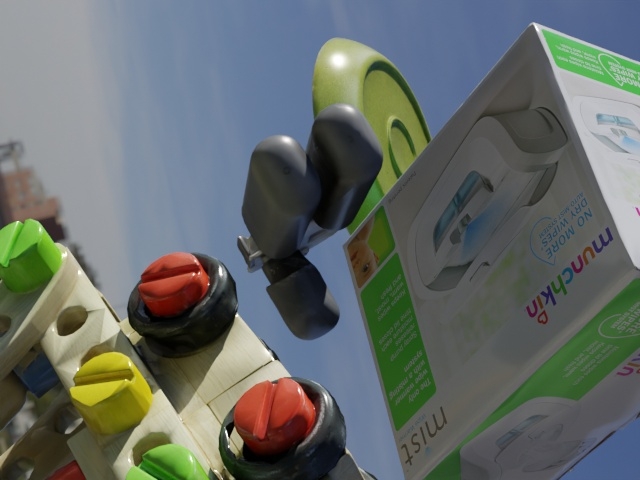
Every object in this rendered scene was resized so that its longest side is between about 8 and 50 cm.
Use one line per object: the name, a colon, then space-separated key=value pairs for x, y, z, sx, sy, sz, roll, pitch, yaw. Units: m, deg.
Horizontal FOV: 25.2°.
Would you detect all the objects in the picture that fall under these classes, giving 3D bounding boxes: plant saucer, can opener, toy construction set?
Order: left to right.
toy construction set: x=-0.096 y=0.119 z=0.596 sx=0.328 sy=0.215 sz=0.151 roll=50 pitch=-10 yaw=36
can opener: x=0.000 y=0.000 z=0.870 sx=0.095 sy=0.076 sz=0.283 roll=62 pitch=-8 yaw=6
plant saucer: x=0.064 y=-0.080 z=1.352 sx=0.241 sy=0.037 sz=0.241 roll=44 pitch=39 yaw=-50

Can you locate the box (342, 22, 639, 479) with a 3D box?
box: x=0.155 y=0.024 z=1.038 sx=0.262 sy=0.126 sz=0.231 roll=-50 pitch=-141 yaw=37
